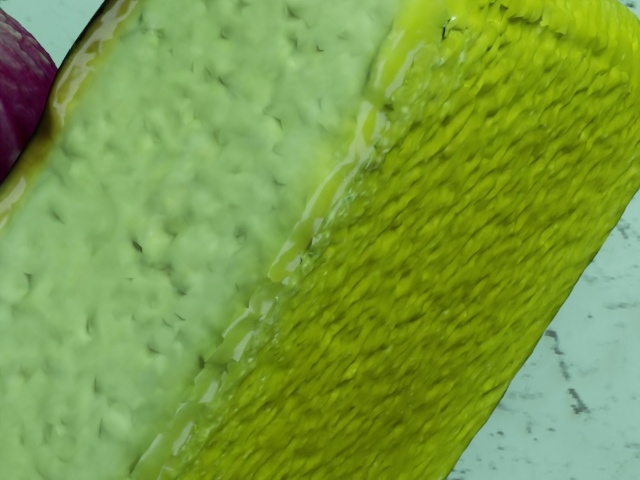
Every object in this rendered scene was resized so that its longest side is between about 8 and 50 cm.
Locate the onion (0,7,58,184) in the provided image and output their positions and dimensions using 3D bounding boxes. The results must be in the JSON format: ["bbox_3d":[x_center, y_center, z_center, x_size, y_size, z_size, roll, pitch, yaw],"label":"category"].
[{"bbox_3d":[-0.223,-0.029,0.829,0.230,0.256,0.272,24,133,-1],"label":"onion"}]

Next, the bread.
[{"bbox_3d":[0.000,0.000,0.825,0.143,0.333,0.323,37,101,24],"label":"bread"}]
